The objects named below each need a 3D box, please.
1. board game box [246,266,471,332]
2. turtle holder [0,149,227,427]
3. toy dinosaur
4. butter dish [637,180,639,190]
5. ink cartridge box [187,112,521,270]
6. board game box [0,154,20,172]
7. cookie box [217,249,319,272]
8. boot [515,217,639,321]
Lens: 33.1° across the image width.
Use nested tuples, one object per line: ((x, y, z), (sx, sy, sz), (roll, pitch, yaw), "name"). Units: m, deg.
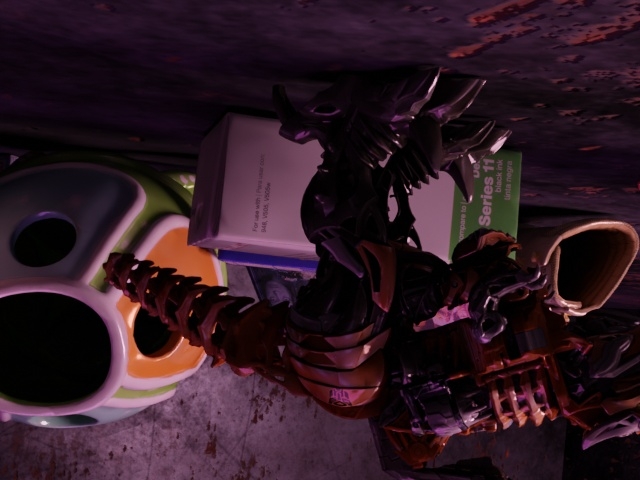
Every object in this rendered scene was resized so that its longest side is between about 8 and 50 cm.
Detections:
((0.040, 0.019, 1.008), (0.243, 0.042, 0.165), (3, 131, 28), "board game box")
((-0.246, 0.040, 0.933), (0.320, 0.243, 0.227), (22, -162, -5), "turtle holder")
((0.035, 0.027, 0.601), (0.322, 0.218, 0.164), (6, 177, -6), "toy dinosaur")
((0.305, 0.032, 0.749), (0.160, 0.118, 0.160), (37, 162, -24), "butter dish")
((0.017, -0.028, 0.773), (0.209, 0.086, 0.153), (6, 176, -13), "ink cartridge box")
((-0.326, -0.048, 1.156), (0.194, 0.060, 0.194), (7, 174, -37), "board game box")
((-0.028, -0.020, 0.924), (0.107, 0.091, 0.040), (6, 172, 8), "cookie box")
((0.171, 0.057, 1.079), (0.262, 0.095, 0.203), (-27, -173, -19), "boot")
